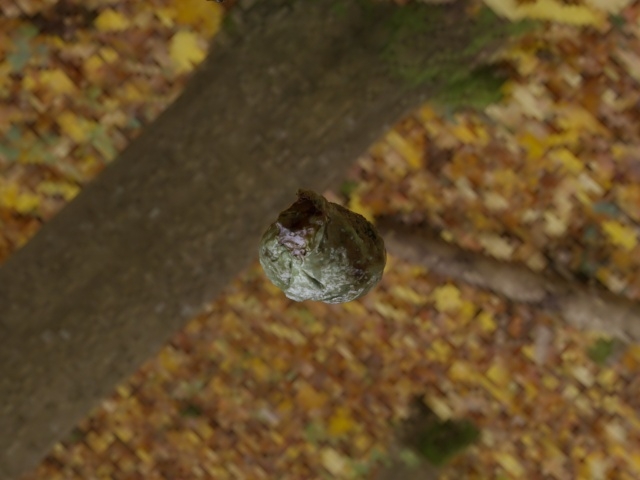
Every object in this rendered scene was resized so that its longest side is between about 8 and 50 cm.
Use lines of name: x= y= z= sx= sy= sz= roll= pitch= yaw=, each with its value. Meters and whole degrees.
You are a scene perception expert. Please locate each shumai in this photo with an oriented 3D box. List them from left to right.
shumai: x=0.000 y=-0.001 z=1.574 sx=0.123 sy=0.099 sz=0.087 roll=4 pitch=156 yaw=7

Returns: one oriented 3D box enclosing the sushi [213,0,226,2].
sushi: x=-0.038 y=-0.338 z=1.419 sx=0.196 sy=0.343 sz=0.182 roll=55 pitch=169 yaw=-18
